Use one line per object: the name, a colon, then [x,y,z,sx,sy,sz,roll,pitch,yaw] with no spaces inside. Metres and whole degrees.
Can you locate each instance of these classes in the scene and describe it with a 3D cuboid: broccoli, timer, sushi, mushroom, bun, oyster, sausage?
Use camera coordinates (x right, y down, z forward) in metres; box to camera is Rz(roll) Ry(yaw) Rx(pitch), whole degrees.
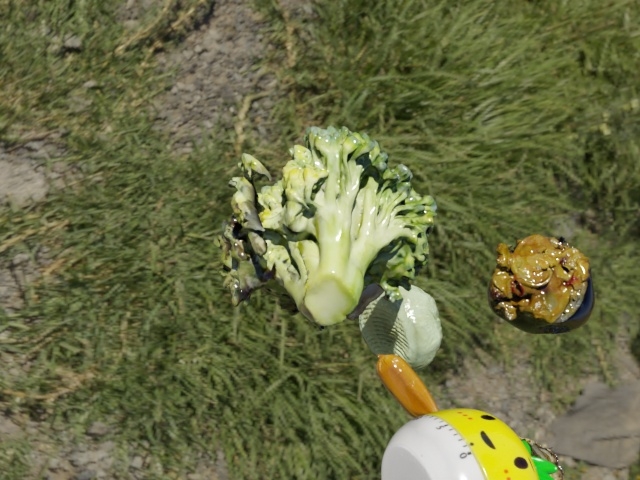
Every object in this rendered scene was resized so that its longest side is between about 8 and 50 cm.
broccoli: [0.001,-0.013,1.332,0.324,0.334,0.272,59,19,-4]
timer: [0.261,0.390,1.383,0.285,0.285,0.285,4,84,-33]
sushi: [0.464,0.090,1.825,0.204,0.213,0.199,38,48,-64]
mushroom: [0.100,0.052,1.530,0.084,0.209,0.071,52,18,18]
bun: [0.171,0.173,1.764,0.118,0.195,0.195,-21,97,-34]
oyster: [0.385,0.424,1.632,0.056,0.177,0.105,5,92,-41]
sausage: [0.159,0.268,1.499,0.054,0.062,0.183,-37,87,-31]
